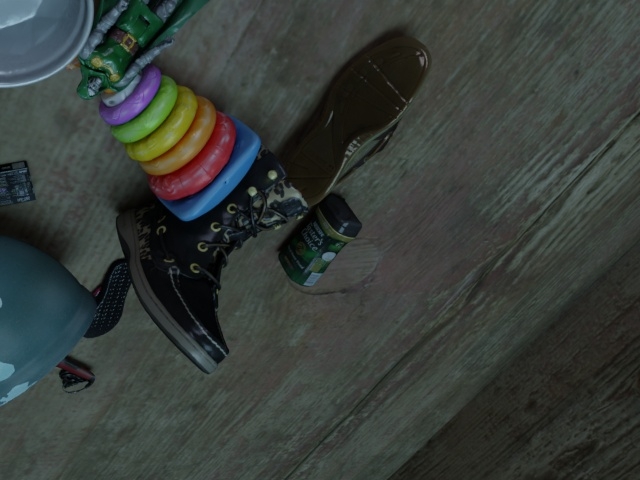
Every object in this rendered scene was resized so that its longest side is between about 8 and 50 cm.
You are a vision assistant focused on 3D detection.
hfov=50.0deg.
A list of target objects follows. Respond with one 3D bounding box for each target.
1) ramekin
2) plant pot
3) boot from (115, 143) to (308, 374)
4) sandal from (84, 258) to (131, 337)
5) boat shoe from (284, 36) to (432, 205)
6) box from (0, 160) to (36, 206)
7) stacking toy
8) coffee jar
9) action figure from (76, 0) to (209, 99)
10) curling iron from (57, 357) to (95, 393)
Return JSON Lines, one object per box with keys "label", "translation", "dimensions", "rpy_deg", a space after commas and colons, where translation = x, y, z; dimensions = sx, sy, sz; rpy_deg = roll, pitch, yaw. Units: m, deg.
{"label": "ramekin", "translation": [-0.372, -0.288, 0.775], "dimensions": [0.207, 0.109, 0.207], "rpy_deg": [-18, 142, -15]}
{"label": "plant pot", "translation": [-0.515, 0.098, 1.020], "dimensions": [0.293, 0.293, 0.196], "rpy_deg": [-28, 117, -3]}
{"label": "boot", "translation": [-0.149, 0.002, 1.065], "dimensions": [0.284, 0.377, 0.138], "rpy_deg": [-34, 130, -4]}
{"label": "sandal", "translation": [-0.398, 0.106, 1.287], "dimensions": [0.067, 0.040, 0.179], "rpy_deg": [11, 113, -49]}
{"label": "boat shoe", "translation": [0.069, -0.203, 1.199], "dimensions": [0.342, 0.123, 0.123], "rpy_deg": [-52, 169, 19]}
{"label": "box", "translation": [-0.474, -0.081, 1.022], "dimensions": [0.083, 0.018, 0.067], "rpy_deg": [-14, 141, -21]}
{"label": "stacking toy", "translation": [-0.247, -0.184, 0.969], "dimensions": [0.175, 0.165, 0.302], "rpy_deg": [-48, 132, -3]}
{"label": "coffee jar", "translation": [0.000, 0.000, 1.383], "dimensions": [0.079, 0.096, 0.184], "rpy_deg": [13, 125, -46]}
{"label": "action figure", "translation": [-0.232, -0.271, 0.863], "dimensions": [0.137, 0.063, 0.232], "rpy_deg": [38, 82, -39]}
{"label": "curling iron", "translation": [-0.536, 0.238, 1.341], "dimensions": [0.068, 0.035, 0.274], "rpy_deg": [-31, 144, 0]}
